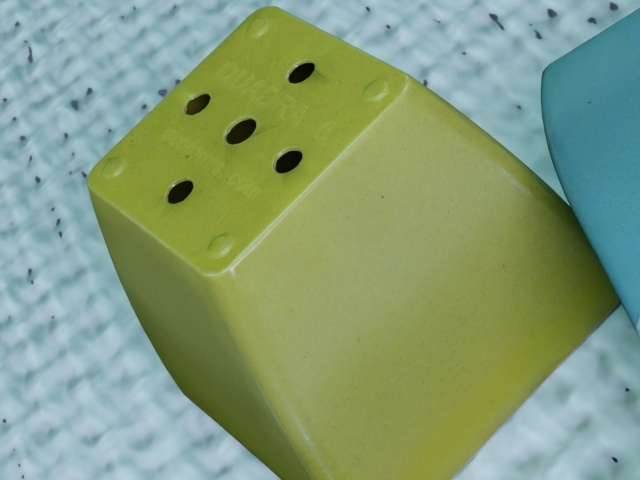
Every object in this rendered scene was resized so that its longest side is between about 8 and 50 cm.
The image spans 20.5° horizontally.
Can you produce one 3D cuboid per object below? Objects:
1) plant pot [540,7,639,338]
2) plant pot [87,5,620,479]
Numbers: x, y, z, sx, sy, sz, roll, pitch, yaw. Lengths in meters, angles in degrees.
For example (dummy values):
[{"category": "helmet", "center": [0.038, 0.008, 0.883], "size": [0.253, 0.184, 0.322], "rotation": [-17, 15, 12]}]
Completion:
[{"category": "plant pot", "center": [0.208, -0.020, 0.858], "size": [0.165, 0.166, 0.234], "rotation": [-32, 37, 6]}, {"category": "plant pot", "center": [0.000, 0.000, 0.962], "size": [0.212, 0.187, 0.212], "rotation": [-46, 41, -9]}]
